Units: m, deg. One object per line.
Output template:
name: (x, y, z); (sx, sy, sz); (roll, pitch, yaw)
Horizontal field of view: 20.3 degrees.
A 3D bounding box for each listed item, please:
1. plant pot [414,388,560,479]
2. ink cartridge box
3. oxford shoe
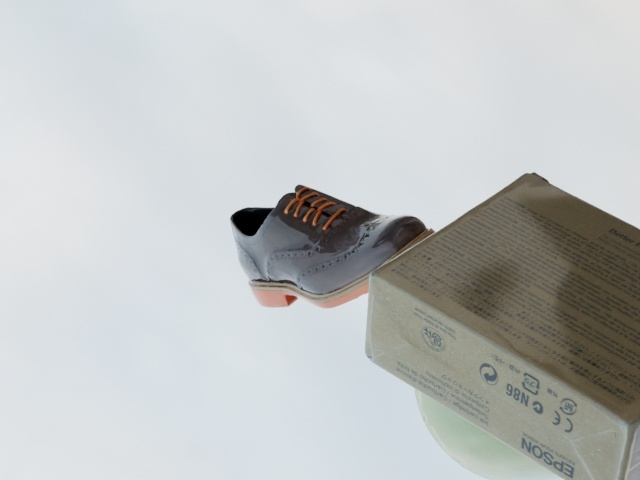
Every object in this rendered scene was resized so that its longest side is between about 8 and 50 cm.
plant pot: (0.265, 0.159, 2.051); (0.275, 0.275, 0.293); (37, 175, -4)
ink cartridge box: (0.181, 0.065, 1.303); (0.234, 0.088, 0.193); (31, -136, 33)
oxford shoe: (0.000, 0.000, 1.636); (0.097, 0.271, 0.098); (-38, -74, -34)
